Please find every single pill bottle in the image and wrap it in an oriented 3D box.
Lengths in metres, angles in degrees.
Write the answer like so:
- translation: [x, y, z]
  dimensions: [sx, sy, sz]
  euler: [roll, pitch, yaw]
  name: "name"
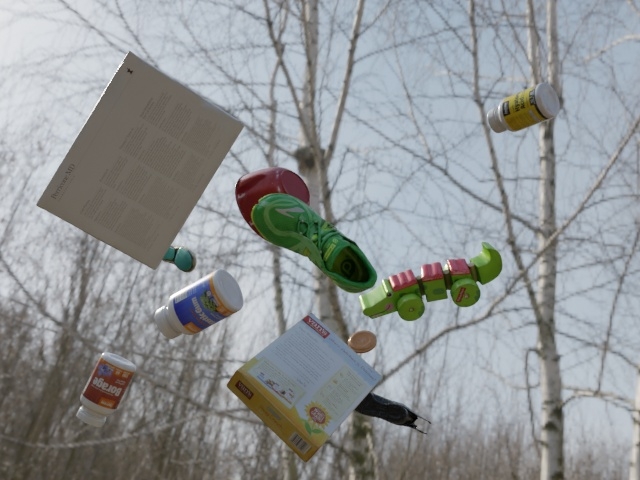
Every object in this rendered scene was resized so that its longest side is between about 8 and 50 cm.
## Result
- translation: [0.358, -0.231, 1.336]
  dimensions: [0.065, 0.065, 0.116]
  euler: [33, -32, -30]
  name: "pill bottle"
- translation: [-0.401, 0.217, 2.453]
  dimensions: [0.272, 0.152, 0.152]
  euler: [-29, -45, 17]
  name: "pill bottle"
- translation: [-0.689, 0.478, 2.400]
  dimensions: [0.121, 0.216, 0.121]
  euler: [25, -5, 2]
  name: "pill bottle"

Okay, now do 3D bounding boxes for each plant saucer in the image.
- translation: [0.118, 0.286, 2.136]
  dimensions: [0.083, 0.083, 0.013]
  euler: [2, -50, 20]
  name: "plant saucer"

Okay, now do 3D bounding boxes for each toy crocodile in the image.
- translation: [0.252, 0.099, 1.730]
  dimensions: [0.340, 0.115, 0.105]
  euler: [-16, -61, 6]
  name: "toy crocodile"

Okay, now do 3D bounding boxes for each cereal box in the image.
- translation: [-0.019, 0.230, 1.227]
  dimensions: [0.173, 0.240, 0.047]
  euler: [42, -59, 11]
  name: "cereal box"

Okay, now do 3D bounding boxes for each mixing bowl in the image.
- translation: [-0.088, -0.092, 1.641]
  dimensions: [0.181, 0.181, 0.098]
  euler: [33, -51, -31]
  name: "mixing bowl"

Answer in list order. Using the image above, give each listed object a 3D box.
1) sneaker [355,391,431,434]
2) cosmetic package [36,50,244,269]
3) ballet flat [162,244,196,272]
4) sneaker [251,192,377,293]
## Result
- translation: [0.141, 0.357, 1.571]
  dimensions: [0.170, 0.051, 0.089]
  euler: [16, -11, 30]
  name: "sneaker"
- translation: [-0.385, -0.170, 1.622]
  dimensions: [0.284, 0.377, 0.097]
  euler: [32, 3, -20]
  name: "cosmetic package"
- translation: [-0.328, 0.039, 1.795]
  dimensions: [0.052, 0.057, 0.168]
  euler: [13, 5, -42]
  name: "ballet flat"
- translation: [0.000, 0.000, 1.489]
  dimensions: [0.295, 0.109, 0.123]
  euler: [34, -12, -15]
  name: "sneaker"
